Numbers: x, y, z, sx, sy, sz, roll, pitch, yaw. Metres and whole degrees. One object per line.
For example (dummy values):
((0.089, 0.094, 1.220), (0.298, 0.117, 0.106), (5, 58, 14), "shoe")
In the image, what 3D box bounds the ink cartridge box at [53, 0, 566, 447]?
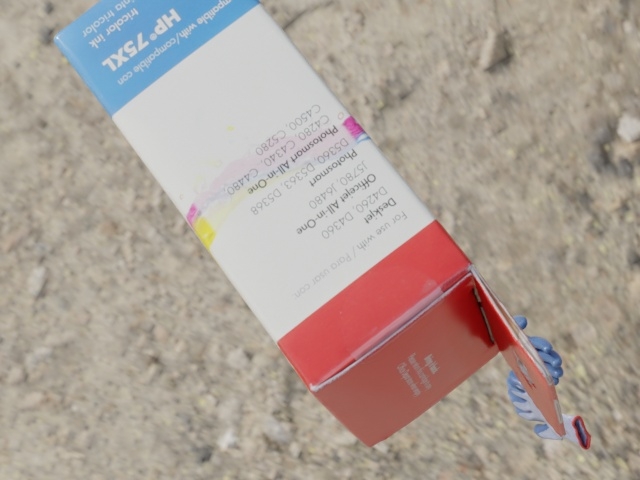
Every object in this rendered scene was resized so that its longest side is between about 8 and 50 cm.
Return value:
((0.000, 0.000, 0.609), (0.078, 0.134, 0.231), (-37, 69, -1), "ink cartridge box")

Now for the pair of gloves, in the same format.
((0.266, 0.172, 1.849), (0.023, 0.198, 0.159), (-32, 25, -20), "pair of gloves")
